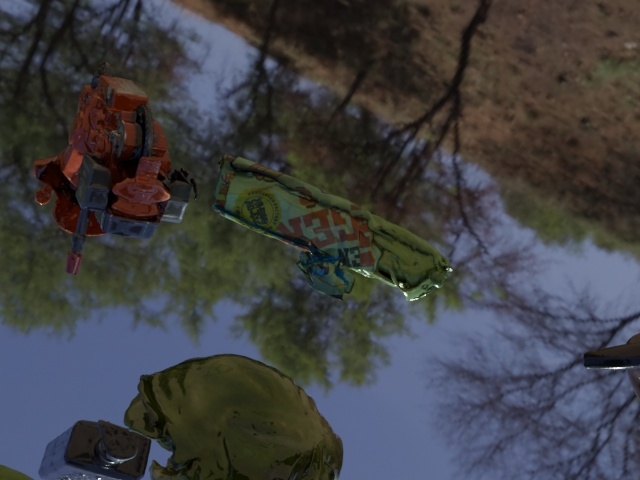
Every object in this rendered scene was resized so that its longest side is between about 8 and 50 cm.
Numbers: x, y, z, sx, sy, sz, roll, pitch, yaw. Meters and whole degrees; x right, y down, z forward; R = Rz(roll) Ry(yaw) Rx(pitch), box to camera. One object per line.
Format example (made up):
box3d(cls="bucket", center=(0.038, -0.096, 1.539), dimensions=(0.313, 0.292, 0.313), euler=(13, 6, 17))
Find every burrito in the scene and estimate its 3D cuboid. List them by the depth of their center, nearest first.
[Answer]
box3d(cls="burrito", center=(0.000, 0.000, 1.106), dimensions=(0.288, 0.104, 0.054), euler=(23, -176, 11))

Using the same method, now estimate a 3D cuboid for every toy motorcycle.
box3d(cls="toy motorcycle", center=(-0.263, -0.088, 1.260), dimensions=(0.148, 0.221, 0.326), euler=(6, -161, -26))

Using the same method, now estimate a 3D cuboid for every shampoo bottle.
box3d(cls="shampoo bottle", center=(-0.277, 0.269, 1.264), dimensions=(0.098, 0.071, 0.309), euler=(21, 158, -16))

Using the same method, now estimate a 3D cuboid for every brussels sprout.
box3d(cls="brussels sprout", center=(-0.056, 0.143, 0.736), dimensions=(0.181, 0.100, 0.139), euler=(5, -125, -30))

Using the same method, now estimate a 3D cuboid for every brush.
box3d(cls="brush", center=(0.116, 0.031, 0.297), dimensions=(0.083, 0.008, 0.024), euler=(-12, -177, 37))

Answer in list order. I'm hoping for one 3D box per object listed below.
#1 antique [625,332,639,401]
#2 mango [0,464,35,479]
box3d(cls="antique", center=(0.349, 0.144, 0.820), dimensions=(0.143, 0.121, 0.257), euler=(69, 170, -25))
box3d(cls="mango", center=(-0.214, 0.218, 0.437), dimensions=(0.156, 0.192, 0.343), euler=(19, -158, 5))
